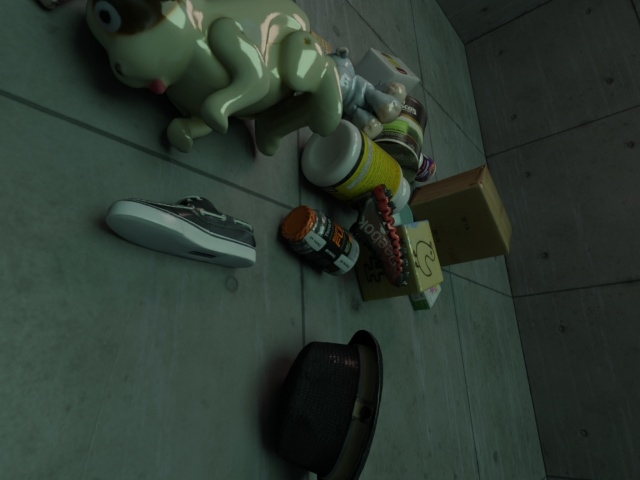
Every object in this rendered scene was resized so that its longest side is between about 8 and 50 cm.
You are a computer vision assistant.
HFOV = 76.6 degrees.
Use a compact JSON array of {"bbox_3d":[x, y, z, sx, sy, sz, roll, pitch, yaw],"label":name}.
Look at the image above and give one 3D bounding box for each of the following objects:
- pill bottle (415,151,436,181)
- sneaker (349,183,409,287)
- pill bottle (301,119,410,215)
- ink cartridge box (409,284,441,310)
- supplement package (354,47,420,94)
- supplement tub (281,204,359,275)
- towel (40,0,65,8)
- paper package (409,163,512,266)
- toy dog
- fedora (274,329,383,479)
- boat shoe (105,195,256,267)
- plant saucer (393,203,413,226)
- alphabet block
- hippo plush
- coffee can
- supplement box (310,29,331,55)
[{"bbox_3d":[0.375,-0.308,1.624,0.194,0.108,0.107,14,66,-49],"label":"pill bottle"},{"bbox_3d":[0.152,-0.004,1.074,0.098,0.135,0.275,6,69,-77],"label":"sneaker"},{"bbox_3d":[0.118,-0.189,1.171,0.334,0.188,0.187,25,58,-45],"label":"pill bottle"},{"bbox_3d":[0.390,0.160,1.502,0.209,0.062,0.108,-36,105,-53],"label":"ink cartridge box"},{"bbox_3d":[0.239,-0.596,1.499,0.139,0.134,0.244,50,34,12],"label":"supplement package"},{"bbox_3d":[0.000,0.000,1.004,0.190,0.117,0.116,37,49,-40],"label":"supplement tub"},{"bbox_3d":[-0.471,-0.591,0.665,0.331,0.054,0.316,50,43,-27],"label":"towel"},{"bbox_3d":[0.555,-0.088,1.604,0.324,0.310,0.168,57,42,-21],"label":"paper package"},{"bbox_3d":[-0.191,-0.356,0.736,0.408,0.285,0.394,0,96,-42],"label":"toy dog"},{"bbox_3d":[0.000,0.329,0.817,0.153,0.334,0.333,19,55,-8],"label":"fedora"},{"bbox_3d":[-0.228,-0.030,0.727,0.301,0.108,0.102,23,60,-50],"label":"boat shoe"},{"bbox_3d":[0.304,-0.090,1.507,0.195,0.038,0.194,23,60,-46],"label":"plant saucer"},{"bbox_3d":[0.229,0.059,1.220,0.193,0.194,0.196,-11,86,-52],"label":"alphabet block"},{"bbox_3d":[0.108,-0.469,1.229,0.237,0.235,0.293,41,48,-38],"label":"hippo plush"},{"bbox_3d":[0.251,-0.340,1.395,0.201,0.202,0.275,47,44,-32],"label":"coffee can"},{"bbox_3d":[-0.009,-0.616,1.298,0.099,0.036,0.062,6,73,-52],"label":"supplement box"}]
